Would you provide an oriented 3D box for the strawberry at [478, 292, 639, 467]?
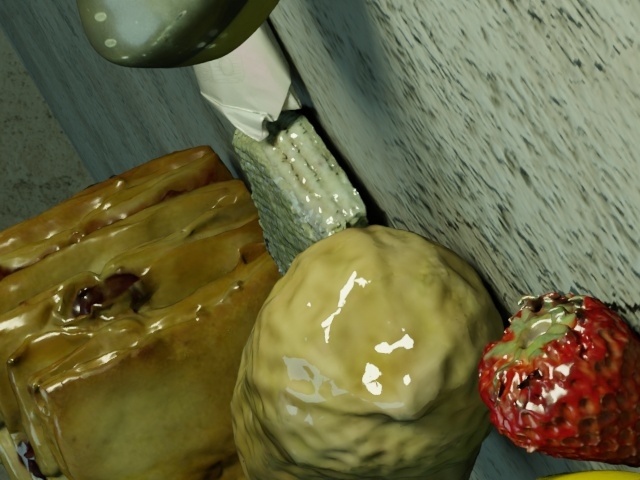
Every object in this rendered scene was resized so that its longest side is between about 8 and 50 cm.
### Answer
[{"bbox_3d":[0.105,0.063,0.775,0.083,0.073,0.073,48,175,-17],"label":"strawberry"}]

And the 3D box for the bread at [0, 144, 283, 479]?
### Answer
[{"bbox_3d":[-0.114,0.136,1.576,0.191,0.314,0.370,24,140,62],"label":"bread"}]

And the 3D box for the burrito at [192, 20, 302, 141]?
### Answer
[{"bbox_3d":[-0.076,-0.154,1.125,0.203,0.064,0.064,60,172,-19],"label":"burrito"}]

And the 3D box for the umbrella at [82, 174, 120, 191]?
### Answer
[{"bbox_3d":[-0.171,0.034,2.201,0.336,0.128,0.154,61,-170,-55],"label":"umbrella"}]

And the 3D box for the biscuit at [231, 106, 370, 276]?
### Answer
[{"bbox_3d":[0.000,0.000,1.247,0.147,0.046,0.250,56,171,28],"label":"biscuit"}]

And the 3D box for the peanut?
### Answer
[{"bbox_3d":[0.021,0.074,1.061,0.291,0.143,0.159,96,151,-68],"label":"peanut"}]

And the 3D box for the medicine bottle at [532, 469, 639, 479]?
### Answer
[{"bbox_3d":[0.123,0.145,0.883,0.111,0.076,0.309,21,173,3],"label":"medicine bottle"}]

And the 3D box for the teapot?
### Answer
[{"bbox_3d":[-0.066,-0.148,0.852,0.119,0.130,0.166,31,153,-29],"label":"teapot"}]
